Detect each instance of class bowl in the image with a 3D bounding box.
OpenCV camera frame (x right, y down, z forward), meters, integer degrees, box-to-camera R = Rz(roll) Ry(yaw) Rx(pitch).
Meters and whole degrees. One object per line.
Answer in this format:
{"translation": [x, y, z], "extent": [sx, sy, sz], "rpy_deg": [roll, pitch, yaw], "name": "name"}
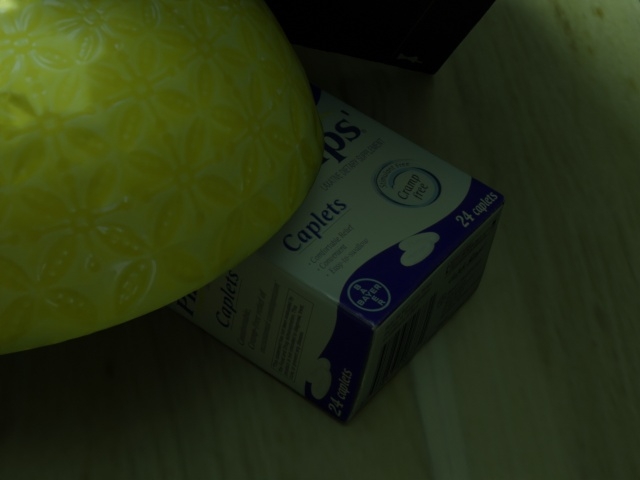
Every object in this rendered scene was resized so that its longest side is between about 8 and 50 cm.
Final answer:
{"translation": [-0.151, -0.090, 0.707], "extent": [0.289, 0.156, 0.289], "rpy_deg": [-8, 30, 4], "name": "bowl"}

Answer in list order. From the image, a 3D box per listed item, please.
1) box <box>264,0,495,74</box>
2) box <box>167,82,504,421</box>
{"translation": [-0.037, -0.244, 0.786], "extent": [0.312, 0.343, 0.179], "rpy_deg": [11, 77, -9], "name": "box"}
{"translation": [0.000, 0.000, 0.776], "extent": [0.137, 0.072, 0.126], "rpy_deg": [31, 46, 19], "name": "box"}
